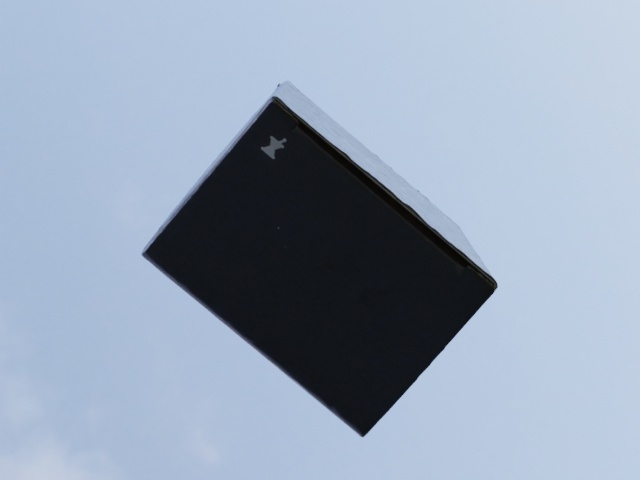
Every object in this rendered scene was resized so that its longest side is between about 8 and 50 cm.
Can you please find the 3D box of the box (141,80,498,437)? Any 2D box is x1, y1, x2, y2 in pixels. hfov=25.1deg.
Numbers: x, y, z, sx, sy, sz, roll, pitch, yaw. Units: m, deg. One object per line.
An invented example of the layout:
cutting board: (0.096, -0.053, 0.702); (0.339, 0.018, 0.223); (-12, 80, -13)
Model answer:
box: (0.000, 0.000, 0.811); (0.153, 0.108, 0.207); (40, -173, -4)
